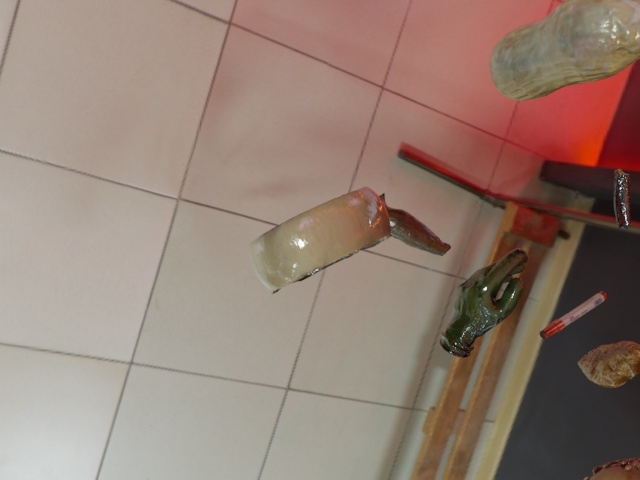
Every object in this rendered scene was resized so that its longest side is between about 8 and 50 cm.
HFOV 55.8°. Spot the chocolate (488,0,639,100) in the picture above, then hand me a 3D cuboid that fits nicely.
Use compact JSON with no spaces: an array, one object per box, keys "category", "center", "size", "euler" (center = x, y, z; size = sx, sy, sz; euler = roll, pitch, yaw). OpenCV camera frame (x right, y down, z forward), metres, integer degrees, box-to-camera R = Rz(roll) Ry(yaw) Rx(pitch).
[{"category":"chocolate","center":[0.375,-0.298,0.928],"size":[0.134,0.309,0.134],"euler":[-1,93,-23]}]

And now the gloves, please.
[{"category":"gloves","center":[0.344,0.126,1.275],"size":[0.107,0.135,0.268],"euler":[28,101,-35]}]

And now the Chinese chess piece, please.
[{"category":"Chinese chess piece","center":[0.000,0.000,1.036],"size":[0.250,0.250,0.103],"euler":[-26,88,-15]}]

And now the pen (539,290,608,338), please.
[{"category":"pen","center":[0.641,0.187,1.523],"size":[0.239,0.028,0.028],"euler":[-24,110,-25]}]

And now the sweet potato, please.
[{"category":"sweet potato","center":[0.237,-0.046,1.687],"size":[0.286,0.112,0.085],"euler":[29,130,8]}]

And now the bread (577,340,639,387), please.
[{"category":"bread","center":[0.661,0.282,1.360],"size":[0.076,0.233,0.105],"euler":[38,73,9]}]

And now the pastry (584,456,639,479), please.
[{"category":"pastry","center":[0.836,0.676,1.478],"size":[0.410,0.410,0.245],"euler":[34,55,-25]}]

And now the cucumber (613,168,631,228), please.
[{"category":"cucumber","center":[0.667,-0.092,1.341],"size":[0.033,0.034,0.134],"euler":[2,89,-2]}]
